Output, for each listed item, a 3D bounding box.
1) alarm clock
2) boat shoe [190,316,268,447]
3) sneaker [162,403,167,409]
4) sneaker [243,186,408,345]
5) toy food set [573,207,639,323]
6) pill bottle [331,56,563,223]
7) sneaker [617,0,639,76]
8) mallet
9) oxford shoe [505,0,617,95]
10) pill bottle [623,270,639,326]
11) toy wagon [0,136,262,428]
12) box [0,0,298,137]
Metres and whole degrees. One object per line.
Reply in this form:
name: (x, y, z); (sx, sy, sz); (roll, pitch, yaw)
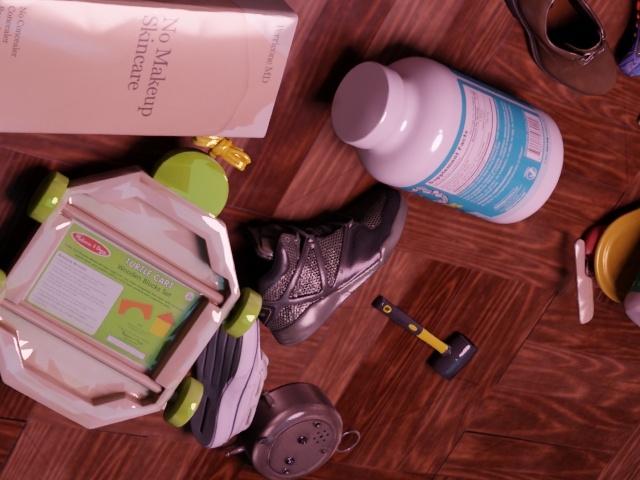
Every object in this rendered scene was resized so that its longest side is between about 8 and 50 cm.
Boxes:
alarm clock: (-0.020, 0.253, 1.861); (0.192, 0.064, 0.129); (13, 116, -41)
boat shoe: (-0.103, 0.152, 1.729); (0.076, 0.083, 0.226); (-19, 143, -37)
sneaker: (-0.181, 0.105, 1.631); (0.121, 0.079, 0.217); (-39, 133, 3)
sneaker: (0.000, 0.000, 1.653); (0.227, 0.087, 0.130); (-44, 118, -11)
toy food set: (0.412, 0.015, 1.942); (0.218, 0.071, 0.128); (-20, 108, -20)
pill bottle: (0.138, -0.117, 1.608); (0.264, 0.146, 0.146); (18, 113, -39)
sneaker: (0.405, -0.288, 1.694); (0.083, 0.087, 0.221); (-51, 170, -50)
mallet: (0.126, 0.128, 1.872); (0.190, 0.039, 0.062); (27, 104, -38)
oxford shoe: (0.291, -0.225, 1.654); (0.083, 0.096, 0.227); (-46, 136, 5)
pill bottle: (0.561, -0.020, 1.851); (0.204, 0.204, 0.361); (36, 82, -44)
toy wagon: (-0.194, 0.031, 1.518); (0.267, 0.068, 0.344); (32, 95, -19)
box: (-0.194, -0.188, 1.367); (0.311, 0.121, 0.148); (-2, 124, -30)
